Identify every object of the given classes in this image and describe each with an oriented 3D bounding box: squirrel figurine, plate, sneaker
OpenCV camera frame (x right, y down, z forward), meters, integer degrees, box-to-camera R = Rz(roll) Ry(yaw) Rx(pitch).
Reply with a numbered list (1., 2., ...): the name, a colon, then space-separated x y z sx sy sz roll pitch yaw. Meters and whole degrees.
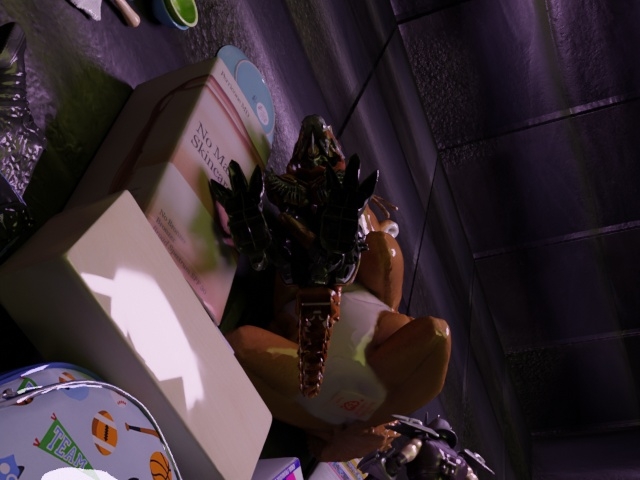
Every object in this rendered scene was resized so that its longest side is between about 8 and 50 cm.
1. squirrel figurine: 0.034 0.115 1.055 0.370 0.281 0.397 -94 173 -47
2. plate: -0.114 -0.229 1.117 0.188 0.024 0.188 -14 90 -69
3. sneaker: -0.281 -0.106 0.609 0.089 0.051 0.170 51 38 -48

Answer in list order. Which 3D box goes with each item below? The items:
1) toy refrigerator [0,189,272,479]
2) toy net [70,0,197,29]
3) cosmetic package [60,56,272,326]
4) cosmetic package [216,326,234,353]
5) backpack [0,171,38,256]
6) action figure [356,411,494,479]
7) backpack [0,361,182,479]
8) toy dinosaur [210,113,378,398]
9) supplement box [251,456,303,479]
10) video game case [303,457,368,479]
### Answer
1. toy refrigerator: -0.152 0.103 0.589 0.269 0.094 0.102 62 26 -25
2. toy net: -0.237 -0.325 0.841 0.232 0.045 0.122 -29 105 -67
3. cosmetic package: -0.162 -0.052 0.756 0.296 0.129 0.153 -81 149 -44
4. cosmetic package: -0.169 0.170 0.706 0.099 0.060 0.239 61 27 -27
5. backpack: -0.284 -0.012 0.494 0.114 0.084 0.105 -79 151 -52
6. action figure: 0.126 0.338 0.841 0.185 0.099 0.285 24 48 -8
7. backpack: -0.203 0.198 0.438 0.263 0.213 0.276 -14 88 -79
8. toy dinosaur: 0.000 0.000 0.776 0.218 0.164 0.322 63 5 -68
9. supplement box: -0.072 0.371 0.765 0.111 0.114 0.220 -9 88 -68
10. video game case: 0.065 0.424 1.080 0.212 0.023 0.193 51 23 2
